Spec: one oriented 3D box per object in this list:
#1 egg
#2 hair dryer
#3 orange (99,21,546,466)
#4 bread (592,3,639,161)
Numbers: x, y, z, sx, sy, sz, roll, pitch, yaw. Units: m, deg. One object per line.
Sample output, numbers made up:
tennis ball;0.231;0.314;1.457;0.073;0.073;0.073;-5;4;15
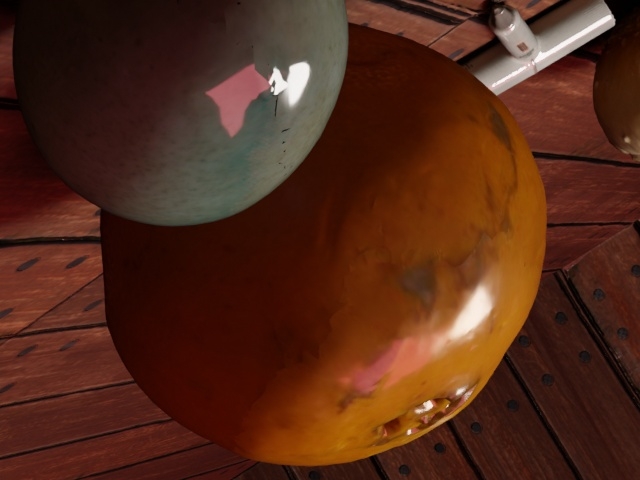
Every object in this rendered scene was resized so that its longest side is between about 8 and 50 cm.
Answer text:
egg;-0.073;-0.096;1.016;0.169;0.169;0.236;-27;166;-18
hair dryer;0.180;-0.184;1.682;0.155;0.044;0.183;-32;167;-4
orange;0.000;0.000;1.337;0.312;0.312;0.312;-30;170;-6
bread;0.374;-0.168;1.933;0.314;0.171;0.192;-18;-175;-42
